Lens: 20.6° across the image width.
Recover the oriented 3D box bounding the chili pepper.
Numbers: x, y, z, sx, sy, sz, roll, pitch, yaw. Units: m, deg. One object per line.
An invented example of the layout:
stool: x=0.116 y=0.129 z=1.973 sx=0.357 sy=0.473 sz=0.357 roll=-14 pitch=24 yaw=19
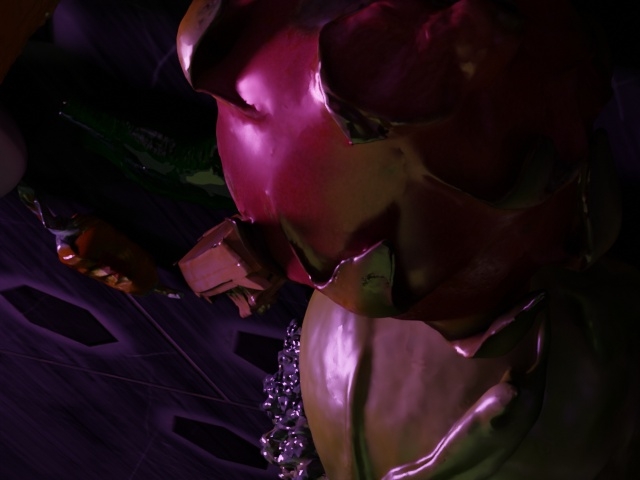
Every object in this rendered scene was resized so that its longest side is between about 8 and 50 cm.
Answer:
chili pepper: x=-0.086 y=-0.054 z=1.222 sx=0.224 sy=0.061 sz=0.098 roll=11 pitch=162 yaw=22

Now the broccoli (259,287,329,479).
broccoli: x=0.107 y=0.129 z=1.358 sx=0.304 sy=0.165 sz=0.145 roll=10 pitch=159 yaw=-9

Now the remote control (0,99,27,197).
remote control: x=-0.358 y=-0.084 z=1.352 sx=0.221 sy=0.103 sz=0.332 roll=30 pitch=158 yaw=-31

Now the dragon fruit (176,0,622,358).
dragon fruit: x=0.048 y=-0.061 z=0.882 sx=0.224 sy=0.224 sz=0.227 roll=16 pitch=172 yaw=16

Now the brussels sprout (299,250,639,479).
brussels sprout: x=0.113 y=0.095 z=1.090 sx=0.227 sy=0.294 sz=0.259 roll=-18 pitch=141 yaw=20

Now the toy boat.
toy boat: x=-0.060 y=0.024 z=1.328 sx=0.072 sy=0.064 sz=0.206 roll=45 pitch=168 yaw=-8

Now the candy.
candy: x=-0.183 y=0.012 z=1.477 sx=0.182 sy=0.046 sz=0.053 roll=37 pitch=156 yaw=-34

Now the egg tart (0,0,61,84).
egg tart: x=-0.266 y=-0.142 z=1.056 sx=0.215 sy=0.171 sz=0.215 roll=6 pitch=147 yaw=4
